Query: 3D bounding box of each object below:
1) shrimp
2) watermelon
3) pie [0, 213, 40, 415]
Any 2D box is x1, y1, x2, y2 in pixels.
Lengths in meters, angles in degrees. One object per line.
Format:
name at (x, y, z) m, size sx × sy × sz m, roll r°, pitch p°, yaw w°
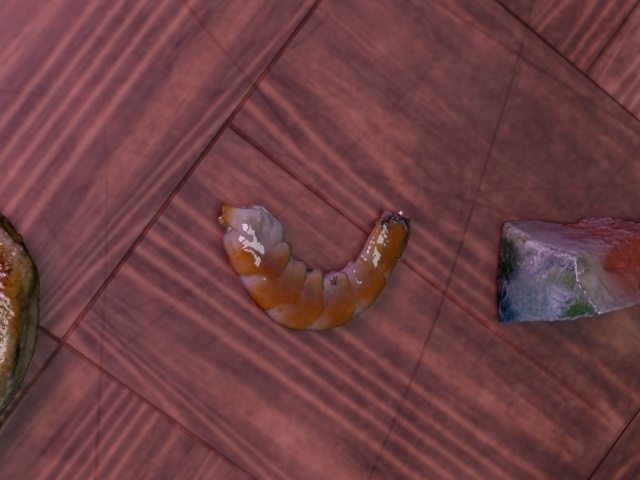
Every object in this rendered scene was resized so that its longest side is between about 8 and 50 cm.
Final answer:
shrimp at (0.000, 0.000, 1.538) m, size 0.166 × 0.049 × 0.161 m, roll -37°, pitch 106°, yaw -9°
watermelon at (0.299, 0.020, 1.581) m, size 0.241 × 0.154 × 0.094 m, roll -9°, pitch 98°, yaw -26°
pie at (-0.380, 0.068, 1.438) m, size 0.277 × 0.078 × 0.277 m, roll 0°, pitch 89°, yaw -8°
